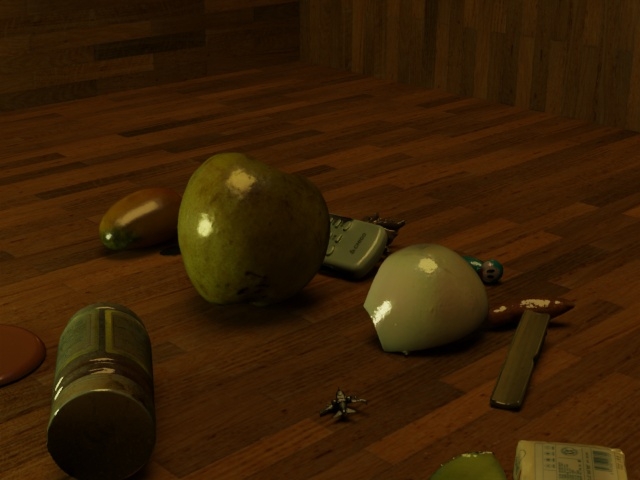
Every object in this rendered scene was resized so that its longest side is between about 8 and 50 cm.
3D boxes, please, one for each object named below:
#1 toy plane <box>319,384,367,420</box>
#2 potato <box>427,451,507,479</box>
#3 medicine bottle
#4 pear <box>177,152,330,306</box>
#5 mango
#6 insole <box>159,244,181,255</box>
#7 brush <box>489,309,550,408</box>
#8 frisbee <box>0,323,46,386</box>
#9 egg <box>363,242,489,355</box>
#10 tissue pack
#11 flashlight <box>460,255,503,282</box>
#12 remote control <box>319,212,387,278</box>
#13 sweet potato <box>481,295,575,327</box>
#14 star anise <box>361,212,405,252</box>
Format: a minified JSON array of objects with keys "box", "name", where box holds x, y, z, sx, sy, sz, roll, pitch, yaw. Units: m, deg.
[{"box":[0.035,0.260,1.658,0.079,0.031,0.083,-14,24,0],"name":"toy plane"},{"box":[0.200,0.350,1.396,0.119,0.054,0.198,1,16,14],"name":"potato"},{"box":[-0.332,0.220,1.584,0.151,0.151,0.322,-3,21,-10],"name":"medicine bottle"},{"box":[-0.141,-0.011,2.005,0.304,0.304,0.304,0,21,0],"name":"pear"},{"box":[-0.407,-0.046,2.333,0.221,0.120,0.151,-23,32,-32],"name":"mango"},{"box":[-0.299,0.013,2.342,0.053,0.002,0.153,17,27,38],"name":"insole"},{"box":[0.347,0.209,1.784,0.054,0.048,0.282,6,29,21],"name":"brush"},{"box":[-0.611,0.203,1.813,0.251,0.021,0.251,1,22,-1],"name":"frisbee"},{"box":[0.201,0.080,1.918,0.206,0.161,0.271,-5,21,23],"name":"egg"},{"box":[0.325,0.348,1.345,0.148,0.092,0.196,5,20,10],"name":"tissue pack"},{"box":[0.325,0.058,2.180,0.129,0.051,0.051,11,22,42],"name":"flashlight"},{"box":[0.000,0.000,2.247,0.296,0.056,0.140,15,58,34],"name":"remote control"},{"box":[0.381,0.136,1.958,0.202,0.058,0.055,-9,45,-3],"name":"sweet potato"},{"box":[0.091,-0.011,2.329,0.182,0.065,0.195,8,33,26],"name":"star anise"}]
